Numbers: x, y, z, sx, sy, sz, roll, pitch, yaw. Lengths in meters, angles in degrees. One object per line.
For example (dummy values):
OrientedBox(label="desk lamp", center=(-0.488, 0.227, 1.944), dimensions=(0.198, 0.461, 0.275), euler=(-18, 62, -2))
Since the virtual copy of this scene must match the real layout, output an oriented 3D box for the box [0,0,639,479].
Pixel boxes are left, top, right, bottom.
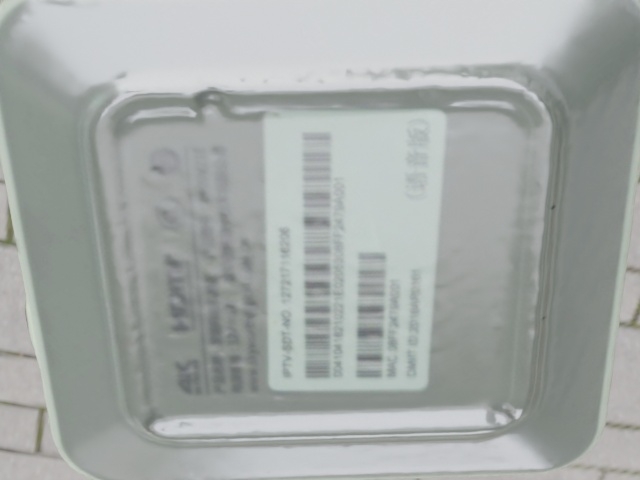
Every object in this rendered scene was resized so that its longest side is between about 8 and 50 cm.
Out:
OrientedBox(label="box", center=(0.000, 0.000, 0.801), dimensions=(0.373, 0.090, 0.367), euler=(-3, 123, 0))
